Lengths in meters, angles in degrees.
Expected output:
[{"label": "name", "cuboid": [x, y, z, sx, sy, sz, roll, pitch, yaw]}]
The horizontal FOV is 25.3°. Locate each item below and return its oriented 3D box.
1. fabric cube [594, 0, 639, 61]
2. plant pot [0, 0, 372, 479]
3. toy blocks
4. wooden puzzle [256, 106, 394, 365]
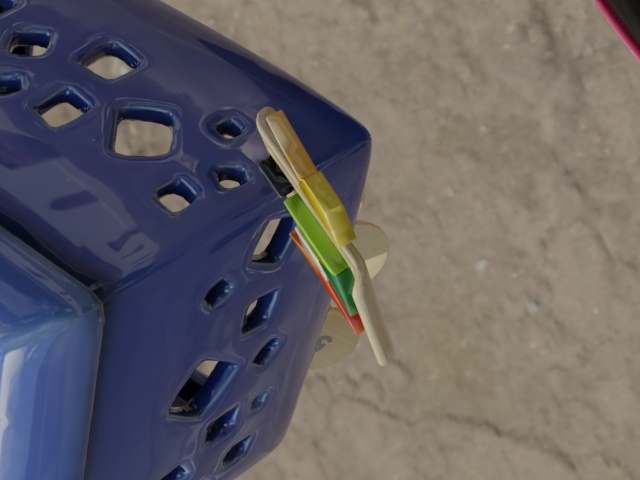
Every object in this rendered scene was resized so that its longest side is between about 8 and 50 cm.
[{"label": "fabric cube", "cuboid": [0.206, -0.270, 0.658, 0.254, 0.259, 0.258, -21, 60, 25]}, {"label": "plant pot", "cuboid": [-0.145, 0.019, 0.701, 0.236, 0.212, 0.236, 33, 132, 20]}, {"label": "toy blocks", "cuboid": [-0.012, -0.010, 0.910, 0.148, 0.054, 0.123, -112, 31, -46]}, {"label": "wooden puzzle", "cuboid": [0.000, 0.000, 0.455, 0.078, 0.014, 0.116, 60, 176, 34]}]
